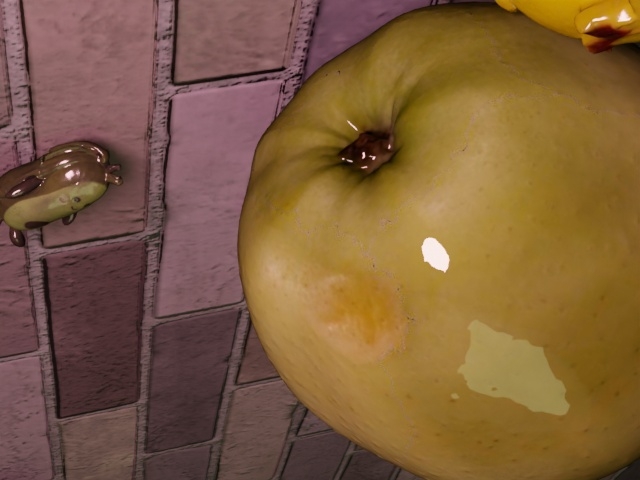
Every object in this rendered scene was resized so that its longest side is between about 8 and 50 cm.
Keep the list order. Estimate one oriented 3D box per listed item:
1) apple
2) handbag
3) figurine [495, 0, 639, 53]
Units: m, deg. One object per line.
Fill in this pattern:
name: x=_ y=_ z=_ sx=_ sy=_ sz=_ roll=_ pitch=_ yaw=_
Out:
apple: x=0.122 y=0.004 z=0.956 sx=0.357 sy=0.357 sz=0.357 roll=-14 pitch=155 yaw=-7
handbag: x=-0.196 y=-0.039 z=0.998 sx=0.111 sy=0.047 sz=0.072 roll=-24 pitch=155 yaw=20
figurine: x=0.199 y=-0.222 z=0.726 sx=0.218 sy=0.169 sz=0.326 roll=-10 pitch=155 yaw=-25
